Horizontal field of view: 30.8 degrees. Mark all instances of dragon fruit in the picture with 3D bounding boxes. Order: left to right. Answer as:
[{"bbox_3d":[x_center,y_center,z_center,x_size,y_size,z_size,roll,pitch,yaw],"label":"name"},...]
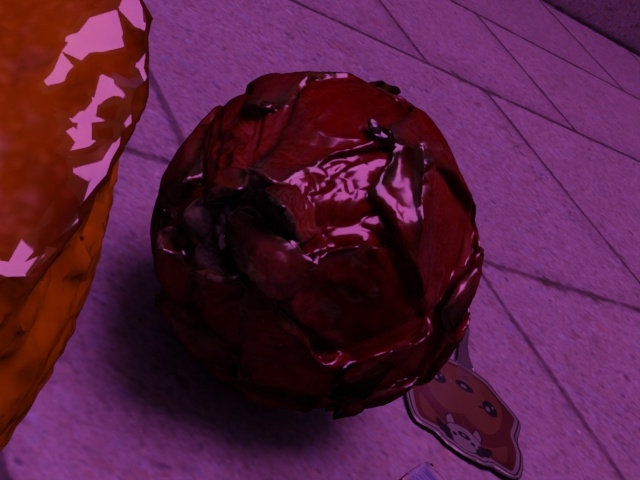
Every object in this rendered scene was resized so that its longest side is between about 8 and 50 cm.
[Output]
[{"bbox_3d":[0.000,0.000,0.802,0.244,0.244,0.299,41,7,6],"label":"dragon fruit"}]

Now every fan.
[{"bbox_3d":[0.128,0.127,1.039,0.132,0.009,0.220,35,25,-10],"label":"fan"}]

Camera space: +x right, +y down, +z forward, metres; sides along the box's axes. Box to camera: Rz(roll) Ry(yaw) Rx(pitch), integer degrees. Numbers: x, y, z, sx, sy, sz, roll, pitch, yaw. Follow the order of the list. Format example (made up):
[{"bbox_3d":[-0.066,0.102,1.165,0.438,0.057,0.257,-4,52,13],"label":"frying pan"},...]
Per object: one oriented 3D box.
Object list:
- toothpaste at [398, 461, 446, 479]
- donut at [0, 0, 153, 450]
[{"bbox_3d":[0.118,0.238,0.784,0.196,0.047,0.040,46,22,16],"label":"toothpaste"},{"bbox_3d":[-0.287,-0.021,0.401,0.435,0.163,0.377,20,55,7],"label":"donut"}]
